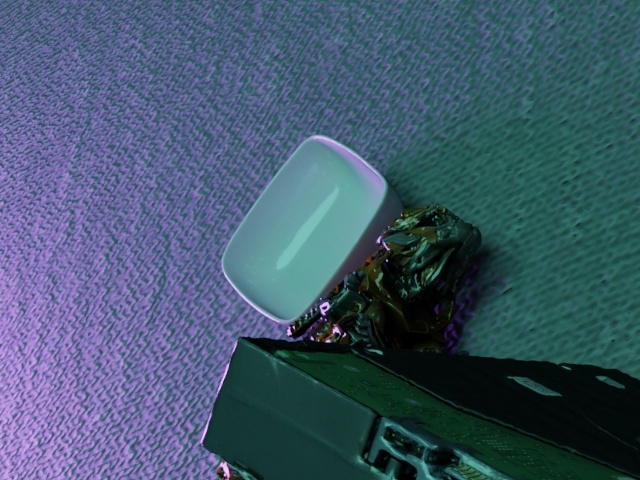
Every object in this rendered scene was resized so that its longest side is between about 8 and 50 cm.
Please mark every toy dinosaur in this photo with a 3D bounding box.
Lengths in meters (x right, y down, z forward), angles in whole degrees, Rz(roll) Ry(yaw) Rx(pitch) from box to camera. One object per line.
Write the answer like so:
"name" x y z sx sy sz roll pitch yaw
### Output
"toy dinosaur" 0.016 0.126 1.209 0.218 0.164 0.322 -146 72 -68

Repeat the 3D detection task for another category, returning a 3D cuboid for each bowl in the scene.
"bowl" 0.000 0.000 1.363 0.142 0.053 0.142 -54 37 2

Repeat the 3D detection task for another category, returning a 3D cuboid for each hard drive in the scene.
"hard drive" 0.139 0.124 0.832 0.237 0.339 0.064 25 100 37
